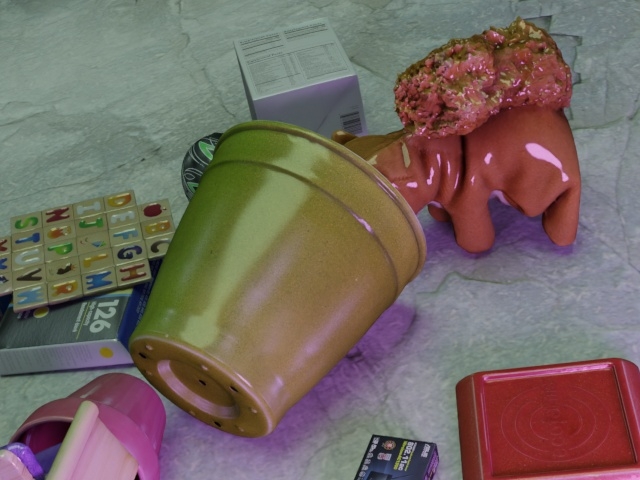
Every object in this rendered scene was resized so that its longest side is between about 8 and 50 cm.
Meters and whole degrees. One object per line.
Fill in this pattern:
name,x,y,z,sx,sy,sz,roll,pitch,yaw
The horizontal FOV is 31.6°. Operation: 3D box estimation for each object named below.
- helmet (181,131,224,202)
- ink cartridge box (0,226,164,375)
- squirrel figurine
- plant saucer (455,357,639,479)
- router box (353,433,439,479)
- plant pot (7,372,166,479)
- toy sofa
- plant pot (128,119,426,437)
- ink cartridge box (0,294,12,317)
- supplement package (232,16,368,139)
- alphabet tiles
helmet,-0.171,-0.113,2.036,0.162,0.169,0.169,4,37,-4
ink cartridge box,-0.366,0.091,1.904,0.307,0.072,0.303,-8,36,11
squirrel figurine,0.203,-0.168,1.796,0.371,0.396,0.281,-6,41,-6
plant saucer,0.312,0.250,1.501,0.259,0.047,0.258,-8,36,9
router box,0.096,0.315,1.486,0.092,0.038,0.122,4,40,21
plant pot,-0.301,0.280,1.546,0.201,0.201,0.180,-3,22,14
toy sofa,-0.424,0.321,1.399,0.363,0.177,0.150,-25,24,23
plant pot,-0.085,0.081,1.637,0.367,0.366,0.353,13,56,31
ink cartridge box,-0.635,0.132,1.919,0.140,0.082,0.190,1,36,18
supplement package,-0.036,-0.268,2.166,0.198,0.199,0.262,-15,36,-4
alphabet tiles,-0.419,0.012,1.955,0.343,0.011,0.285,-13,36,-7
